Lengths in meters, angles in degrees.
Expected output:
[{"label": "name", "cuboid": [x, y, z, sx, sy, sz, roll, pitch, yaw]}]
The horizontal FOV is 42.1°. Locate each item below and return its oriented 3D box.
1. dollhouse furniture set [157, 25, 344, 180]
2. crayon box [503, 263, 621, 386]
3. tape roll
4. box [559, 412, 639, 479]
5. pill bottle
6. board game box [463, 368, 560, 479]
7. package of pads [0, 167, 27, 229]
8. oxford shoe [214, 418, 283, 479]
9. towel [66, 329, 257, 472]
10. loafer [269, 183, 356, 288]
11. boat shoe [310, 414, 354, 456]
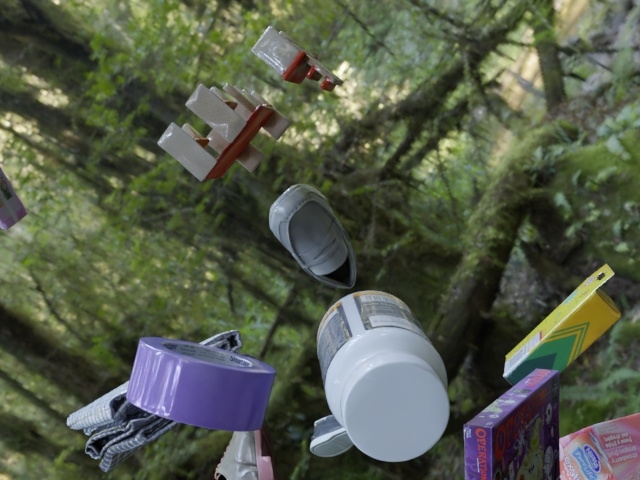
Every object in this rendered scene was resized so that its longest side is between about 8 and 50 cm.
[{"label": "dollhouse furniture set", "cuboid": [-0.099, -0.199, 1.336, 0.259, 0.135, 0.262, -50, -5, 14]}, {"label": "crayon box", "cuboid": [0.545, 0.195, 1.827, 0.318, 0.081, 0.202, -47, -7, 14]}, {"label": "tape roll", "cuboid": [-0.160, 0.191, 1.120, 0.189, 0.189, 0.080, 179, 106, -82]}, {"label": "box", "cuboid": [0.586, 0.387, 1.496, 0.154, 0.299, 0.142, -52, 50, 56]}, {"label": "pill bottle", "cuboid": [0.082, 0.177, 1.129, 0.162, 0.162, 0.278, -60, 10, 9]}, {"label": "board game box", "cuboid": [0.309, 0.341, 1.303, 0.347, 0.056, 0.208, -11, -83, -58]}, {"label": "package of pads", "cuboid": [-0.306, -0.052, 0.753, 0.032, 0.050, 0.083, -47, -41, -30]}, {"label": "oxford shoe", "cuboid": [-0.161, 0.433, 1.693, 0.130, 0.123, 0.348, -21, 31, -1]}, {"label": "towel", "cuboid": [-0.274, 0.284, 1.469, 0.283, 0.121, 0.235, -29, 0, -40]}, {"label": "loafer", "cuboid": [0.000, 0.000, 1.433, 0.112, 0.111, 0.319, -44, -25, -2]}, {"label": "boat shoe", "cuboid": [0.094, 0.472, 2.155, 0.302, 0.114, 0.091, -24, 43, 28]}]
